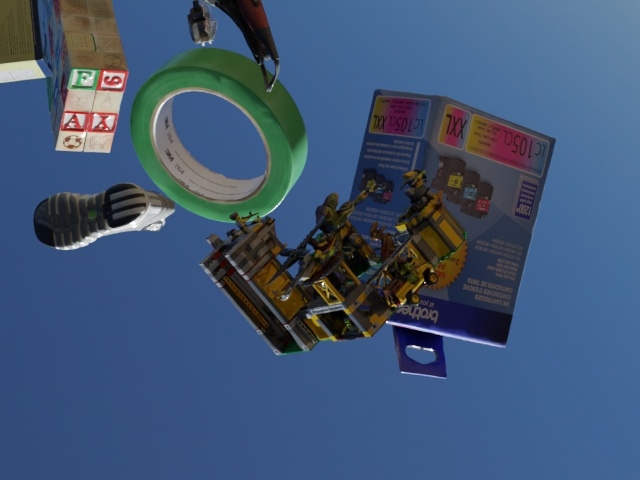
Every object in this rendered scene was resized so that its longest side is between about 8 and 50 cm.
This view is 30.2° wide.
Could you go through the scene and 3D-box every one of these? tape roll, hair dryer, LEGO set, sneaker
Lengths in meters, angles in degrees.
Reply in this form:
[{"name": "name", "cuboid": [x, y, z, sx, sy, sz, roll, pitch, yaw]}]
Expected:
[{"name": "tape roll", "cuboid": [-0.184, -0.185, 2.128, 0.321, 0.321, 0.077, 35, -138, -3]}, {"name": "hair dryer", "cuboid": [-0.110, -0.382, 1.713, 0.080, 0.293, 0.223, -30, -132, -32]}, {"name": "LEGO set", "cuboid": [0.000, 0.000, 1.478, 0.192, 0.255, 0.331, 50, 161, -13]}, {"name": "sneaker", "cuboid": [-0.312, -0.031, 1.775, 0.132, 0.228, 0.086, 4, -99, -55]}]

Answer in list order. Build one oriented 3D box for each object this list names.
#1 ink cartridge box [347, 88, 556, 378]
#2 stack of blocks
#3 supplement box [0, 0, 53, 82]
[{"name": "ink cartridge box", "cuboid": [0.175, 0.001, 1.778, 0.270, 0.395, 0.151, 13, -178, -39]}, {"name": "stack of blocks", "cuboid": [-0.385, -0.304, 1.895, 0.087, 0.171, 0.297, 1, -132, -22]}, {"name": "supplement box", "cuboid": [-0.329, -0.213, 1.237, 0.056, 0.083, 0.083, 98, 165, -78]}]
